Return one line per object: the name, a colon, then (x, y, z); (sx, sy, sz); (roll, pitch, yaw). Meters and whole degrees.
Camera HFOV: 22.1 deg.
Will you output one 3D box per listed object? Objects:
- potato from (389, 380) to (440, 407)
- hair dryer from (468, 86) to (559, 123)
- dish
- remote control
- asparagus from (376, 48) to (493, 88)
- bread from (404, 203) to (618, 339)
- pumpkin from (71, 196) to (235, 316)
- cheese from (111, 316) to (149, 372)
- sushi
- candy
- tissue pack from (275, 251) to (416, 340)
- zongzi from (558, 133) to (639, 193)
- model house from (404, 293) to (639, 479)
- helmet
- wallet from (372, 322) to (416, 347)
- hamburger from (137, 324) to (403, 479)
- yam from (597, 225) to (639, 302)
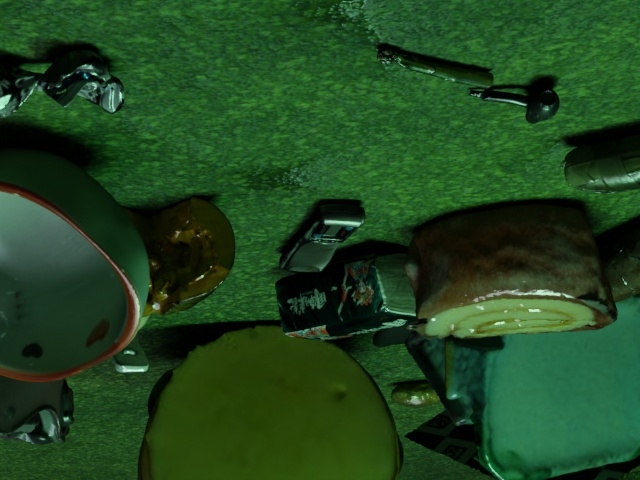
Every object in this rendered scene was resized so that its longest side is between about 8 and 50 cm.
potato: (0.161, 0.257, 2.733); (0.092, 0.045, 0.046); (-1, -161, 0)
hair dryer: (0.176, -0.128, 1.510); (0.083, 0.031, 0.079); (12, 171, -3)
dish: (-0.284, 0.010, 1.609); (0.256, 0.117, 0.256); (8, 131, 9)
remote control: (0.000, 0.000, 1.875); (0.059, 0.028, 0.212); (0, 163, -14)
asparagus: (0.099, -0.149, 1.423); (0.127, 0.015, 0.018); (8, 151, -35)
bread: (0.215, 0.041, 1.893); (0.244, 0.123, 0.190); (-6, 161, 6)
pumpkin: (-0.186, 0.023, 1.758); (0.183, 0.119, 0.108); (-1, 164, -8)
cheese: (-0.231, 0.081, 1.806); (0.127, 0.054, 0.251); (3, -156, -20)
sushi: (0.328, 0.221, 2.278); (0.320, 0.069, 0.339); (-27, -152, -29)
candy: (-0.278, -0.122, 1.378); (0.226, 0.051, 0.094); (-3, 166, -4)
tissue pack: (0.041, 0.069, 2.000); (0.170, 0.091, 0.103); (-18, 166, 40)
zongzi: (0.305, -0.074, 1.661); (0.109, 0.055, 0.119); (-8, 174, 23)
model house: (0.252, 0.169, 2.139); (0.280, 0.230, 0.248); (-5, -173, -30)
helmet: (-0.431, 0.138, 1.961); (0.270, 0.197, 0.338); (2, 172, 13)
wallet: (0.163, 0.098, 2.235); (0.146, 0.030, 0.285); (2, 162, -7)
hamburger: (-0.078, 0.313, 2.352); (0.395, 0.396, 0.277); (-1, 163, -8)
yam: (0.374, 0.024, 1.958); (0.079, 0.079, 0.141); (4, 161, -23)
